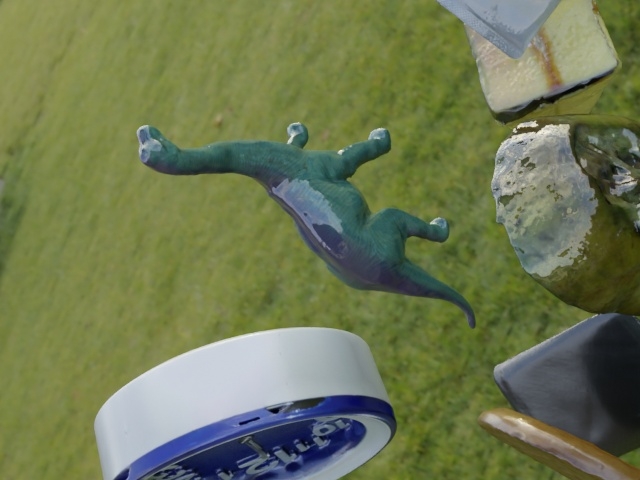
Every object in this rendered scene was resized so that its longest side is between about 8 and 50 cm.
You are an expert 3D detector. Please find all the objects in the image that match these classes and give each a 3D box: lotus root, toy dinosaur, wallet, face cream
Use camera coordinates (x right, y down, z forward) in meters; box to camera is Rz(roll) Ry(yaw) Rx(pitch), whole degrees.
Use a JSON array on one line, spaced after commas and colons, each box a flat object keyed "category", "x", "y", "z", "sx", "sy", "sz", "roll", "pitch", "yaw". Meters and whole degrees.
[{"category": "lotus root", "x": 0.236, "y": -0.035, "z": 0.945, "sx": 0.078, "sy": 0.203, "sz": 0.183, "roll": -43, "pitch": 58, "yaw": 49}, {"category": "toy dinosaur", "x": 0.000, "y": 0.000, "z": 1.274, "sx": 0.129, "sy": 0.383, "sz": 0.331, "roll": -39, "pitch": -1, "yaw": 31}, {"category": "wallet", "x": 0.321, "y": 0.170, "z": 1.365, "sx": 0.052, "sy": 0.168, "sz": 0.245, "roll": -43, "pitch": 3, "yaw": -38}, {"category": "face cream", "x": 0.224, "y": -0.306, "z": 1.219, "sx": 0.224, "sy": 0.114, "sz": 0.070, "roll": -53, "pitch": 4, "yaw": 6}]

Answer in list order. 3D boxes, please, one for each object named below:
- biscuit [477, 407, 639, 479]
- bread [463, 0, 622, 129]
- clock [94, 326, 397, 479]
[{"category": "biscuit", "x": 0.284, "y": 0.236, "z": 1.231, "sx": 0.037, "sy": 0.262, "sz": 0.262, "roll": -62, "pitch": 24, "yaw": -8}, {"category": "bread", "x": 0.306, "y": -0.231, "z": 1.506, "sx": 0.163, "sy": 0.264, "sz": 0.168, "roll": -24, "pitch": 76, "yaw": 25}, {"category": "clock", "x": -0.060, "y": 0.149, "z": 0.939, "sx": 0.230, "sy": 0.230, "sz": 0.083, "roll": -42, "pitch": 59, "yaw": 40}]
